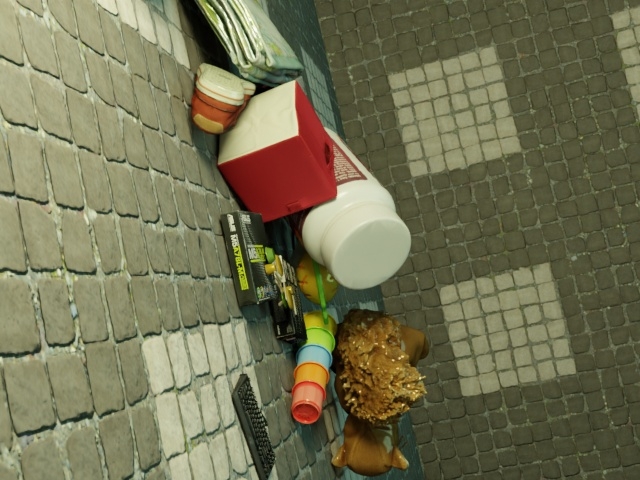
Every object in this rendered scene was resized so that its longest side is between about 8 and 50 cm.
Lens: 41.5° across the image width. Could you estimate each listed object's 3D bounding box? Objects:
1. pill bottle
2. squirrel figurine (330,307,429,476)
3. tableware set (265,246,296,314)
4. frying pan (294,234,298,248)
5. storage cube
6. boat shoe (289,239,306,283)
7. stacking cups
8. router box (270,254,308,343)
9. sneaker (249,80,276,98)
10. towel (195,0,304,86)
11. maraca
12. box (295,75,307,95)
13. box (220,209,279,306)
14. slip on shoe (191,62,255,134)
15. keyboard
[{"bbox_3d":[0.032,-0.078,1.912,0.392,0.224,0.224,55,-9,47],"label":"pill bottle"},{"bbox_3d":[0.121,0.379,2.074,0.397,0.281,0.370,83,13,-65],"label":"squirrel figurine"},{"bbox_3d":[-0.086,0.083,1.744,0.154,0.024,0.104,63,14,-56],"label":"tableware set"},{"bbox_3d":[-0.042,-0.012,2.285,0.197,0.053,0.326,23,58,-78],"label":"frying pan"},{"bbox_3d":[-0.093,-0.183,1.774,0.193,0.215,0.183,57,21,-44],"label":"storage cube"},{"bbox_3d":[0.000,0.000,2.096,0.079,0.095,0.254,38,61,-40],"label":"boat shoe"},{"bbox_3d":[-0.016,0.278,1.898,0.316,0.096,0.096,-81,156,-63],"label":"stacking cups"},{"bbox_3d":[-0.077,0.134,1.880,0.133,0.046,0.178,49,29,-72],"label":"router box"},{"bbox_3d":[-0.116,-0.321,2.081,0.314,0.116,0.136,-83,158,-64],"label":"sneaker"},{"bbox_3d":[-0.174,-0.486,1.815,0.320,0.090,0.374,58,11,-1],"label":"towel"},{"bbox_3d":[-0.002,0.102,1.964,0.127,0.099,0.185,72,7,-69],"label":"maraca"},{"bbox_3d":[-0.096,-0.436,2.490,0.324,0.063,0.067,-69,142,-73],"label":"box"},{"bbox_3d":[-0.138,0.035,1.683,0.191,0.045,0.184,6,73,-80],"label":"box"},{"bbox_3d":[-0.198,-0.277,1.651,0.331,0.123,0.101,-98,-150,-72],"label":"slip on shoe"},{"bbox_3d":[-0.113,0.325,1.499,0.108,0.023,0.180,-72,147,-72],"label":"keyboard"}]
